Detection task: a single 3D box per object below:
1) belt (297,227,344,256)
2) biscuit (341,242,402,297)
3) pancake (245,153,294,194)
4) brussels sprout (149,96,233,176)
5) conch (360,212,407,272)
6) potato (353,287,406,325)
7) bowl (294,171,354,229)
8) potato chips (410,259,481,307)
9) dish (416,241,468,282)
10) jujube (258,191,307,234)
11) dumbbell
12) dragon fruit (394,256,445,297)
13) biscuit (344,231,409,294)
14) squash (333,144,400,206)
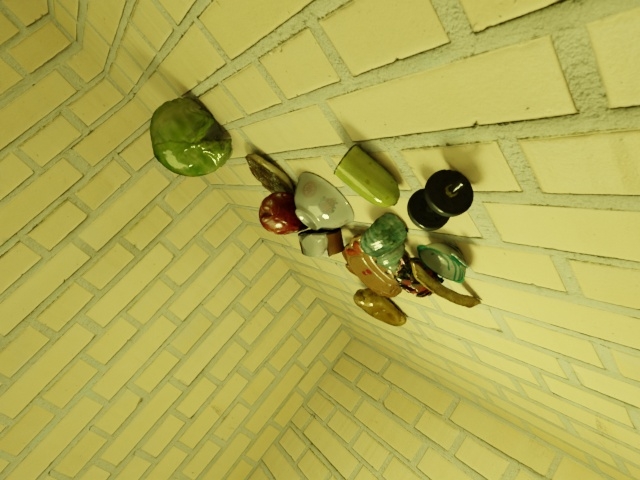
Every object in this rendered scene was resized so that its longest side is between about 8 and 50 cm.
[{"bbox_3d":[0.000,0.000,2.077,0.339,0.217,0.122,-161,59,-71],"label":"belt"},{"bbox_3d":[0.272,0.155,2.217,0.350,0.070,0.394,11,143,52],"label":"biscuit"},{"bbox_3d":[-0.274,-0.340,2.201,0.356,0.065,0.356,38,164,13],"label":"pancake"},{"bbox_3d":[-0.713,-0.523,2.174,0.425,0.361,0.342,46,161,-14],"label":"brussels sprout"},{"bbox_3d":[0.277,0.013,1.730,0.220,0.195,0.277,-4,110,32],"label":"conch"},{"bbox_3d":[0.378,0.422,2.573,0.369,0.176,0.195,34,124,-3],"label":"potato"},{"bbox_3d":[-0.018,-0.151,1.952,0.346,0.157,0.345,37,164,13],"label":"bowl"},{"bbox_3d":[0.490,0.190,1.649,0.407,0.080,0.057,29,-166,-24],"label":"potato chips"},{"bbox_3d":[0.481,0.064,1.535,0.224,0.078,0.246,42,164,-4],"label":"dish"},{"bbox_3d":[-0.175,-0.136,2.121,0.223,0.223,0.318,29,-164,35],"label":"jujube"},{"bbox_3d":[0.358,-0.118,1.231,0.143,0.143,0.325,40,163,3],"label":"dumbbell"},{"bbox_3d":[0.419,0.156,1.743,0.182,0.182,0.188,15,148,56],"label":"dragon fruit"},{"bbox_3d":[0.280,0.114,1.983,0.359,0.074,0.381,47,151,-6],"label":"biscuit"},{"bbox_3d":[0.178,-0.212,1.425,0.247,0.132,0.132,38,163,2],"label":"squash"}]
